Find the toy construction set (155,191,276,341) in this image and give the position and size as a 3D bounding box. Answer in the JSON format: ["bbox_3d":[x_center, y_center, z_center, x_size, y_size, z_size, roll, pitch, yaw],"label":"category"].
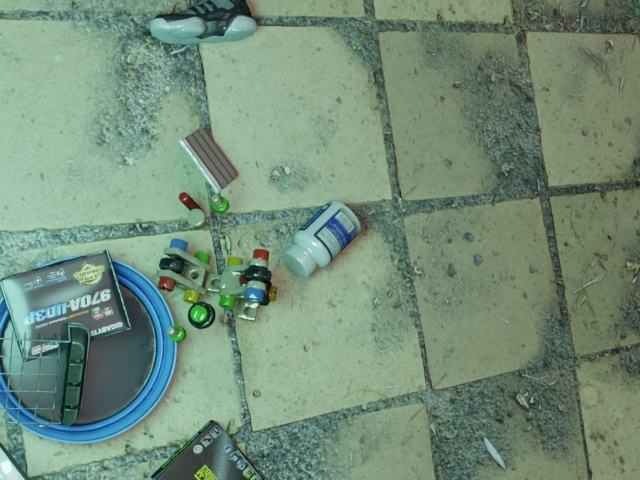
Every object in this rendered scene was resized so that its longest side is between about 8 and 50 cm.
[{"bbox_3d":[-0.227,0.060,1.746,0.257,0.237,0.309,-18,72,4],"label":"toy construction set"}]

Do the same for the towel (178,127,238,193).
[{"bbox_3d":[-0.256,-0.182,1.750,0.029,0.197,0.144,-34,100,14],"label":"towel"}]

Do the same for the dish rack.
[{"bbox_3d":[-0.586,0.259,1.466,0.271,0.074,0.208,5,107,-20],"label":"dish rack"}]

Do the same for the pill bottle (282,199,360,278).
[{"bbox_3d":[0.000,0.000,1.872,0.187,0.112,0.112,-44,102,-22],"label":"pill bottle"}]

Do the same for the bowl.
[{"bbox_3d":[-0.504,0.229,1.631,0.391,0.077,0.391,4,81,-24],"label":"bowl"}]

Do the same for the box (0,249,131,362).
[{"bbox_3d":[-0.518,0.131,1.566,0.220,0.051,0.175,-16,90,-25],"label":"box"}]

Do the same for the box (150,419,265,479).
[{"bbox_3d":[-0.250,0.535,1.724,0.184,0.045,0.190,-41,100,-26],"label":"box"}]

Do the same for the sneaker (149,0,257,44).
[{"bbox_3d":[-0.287,-0.554,1.824,0.268,0.101,0.153,-11,87,-31],"label":"sneaker"}]

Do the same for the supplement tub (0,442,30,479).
[{"bbox_3d":[-0.698,0.522,1.419,0.316,0.228,0.228,-38,99,-24],"label":"supplement tub"}]
